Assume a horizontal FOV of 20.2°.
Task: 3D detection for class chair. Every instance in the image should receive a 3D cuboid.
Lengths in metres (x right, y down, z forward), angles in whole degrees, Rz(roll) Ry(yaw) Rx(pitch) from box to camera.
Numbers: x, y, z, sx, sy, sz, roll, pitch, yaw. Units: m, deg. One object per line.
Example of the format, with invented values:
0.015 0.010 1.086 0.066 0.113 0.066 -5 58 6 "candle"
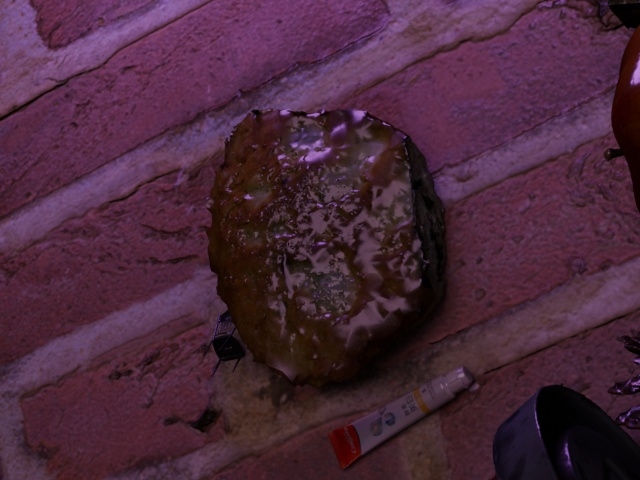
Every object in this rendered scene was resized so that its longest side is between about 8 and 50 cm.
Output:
-0.113 0.126 2.191 0.037 0.042 0.086 -11 33 25 "chair"

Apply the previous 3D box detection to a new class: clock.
0.288 0.286 1.744 0.066 0.319 0.319 -38 59 21 "clock"

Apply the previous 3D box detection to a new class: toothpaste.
0.091 0.198 2.053 0.190 0.031 0.048 -32 64 20 "toothpaste"

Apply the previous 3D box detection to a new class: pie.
0.000 0.000 2.125 0.288 0.103 0.355 -18 70 23 "pie"

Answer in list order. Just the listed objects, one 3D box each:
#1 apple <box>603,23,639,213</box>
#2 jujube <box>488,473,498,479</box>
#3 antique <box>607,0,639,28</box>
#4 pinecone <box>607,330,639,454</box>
0.443 -0.131 1.817 0.316 0.288 0.288 -20 65 15 "apple"
0.212 0.317 1.902 0.104 0.104 0.166 -8 70 27 "jujube"
0.385 -0.355 2.033 0.080 0.081 0.221 2 75 29 "antique"
0.390 0.167 1.800 0.207 0.207 0.208 -9 70 27 "pinecone"
